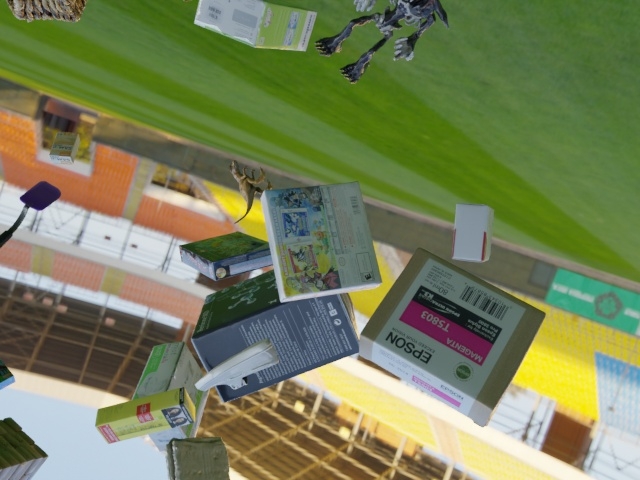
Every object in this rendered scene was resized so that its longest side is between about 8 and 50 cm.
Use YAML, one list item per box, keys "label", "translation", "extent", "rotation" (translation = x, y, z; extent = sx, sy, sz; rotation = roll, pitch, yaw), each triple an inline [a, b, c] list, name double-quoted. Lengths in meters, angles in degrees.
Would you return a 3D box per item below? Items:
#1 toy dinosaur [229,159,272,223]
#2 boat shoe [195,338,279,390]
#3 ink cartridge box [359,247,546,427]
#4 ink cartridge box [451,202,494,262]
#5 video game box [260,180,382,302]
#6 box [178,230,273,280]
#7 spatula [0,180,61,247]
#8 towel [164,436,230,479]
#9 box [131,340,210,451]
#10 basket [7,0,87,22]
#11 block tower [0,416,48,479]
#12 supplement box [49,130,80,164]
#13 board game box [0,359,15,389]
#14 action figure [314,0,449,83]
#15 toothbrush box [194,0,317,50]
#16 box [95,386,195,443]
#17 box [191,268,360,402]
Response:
- label: "toy dinosaur"
  translation: [-0.187, -0.130, 1.732]
  extent: [0.064, 0.112, 0.211]
  rotation: [54, -167, -51]
- label: "boat shoe"
  translation: [-0.167, 0.265, 1.319]
  extent: [0.063, 0.184, 0.066]
  rotation: [59, -174, 1]
- label: "ink cartridge box"
  translation: [0.208, 0.150, 1.051]
  extent: [0.234, 0.193, 0.088]
  rotation: [28, 154, 19]
- label: "ink cartridge box"
  translation: [0.355, -0.017, 1.515]
  extent: [0.072, 0.127, 0.175]
  rotation: [5, -179, 18]
- label: "video game box"
  translation: [0.000, 0.000, 1.194]
  extent: [0.187, 0.205, 0.048]
  rotation: [-6, 163, -20]
- label: "box"
  translation: [-0.214, 0.031, 1.515]
  extent: [0.159, 0.044, 0.233]
  rotation: [-15, -164, -27]
- label: "spatula"
  translation: [-0.801, -0.042, 1.716]
  extent: [0.084, 0.296, 0.030]
  rotation: [28, 155, 13]
- label: "towel"
  translation: [-0.279, 0.601, 1.528]
  extent: [0.049, 0.282, 0.187]
  rotation: [-22, 155, 27]
- label: "box"
  translation: [-0.480, 0.505, 2.128]
  extent: [0.126, 0.231, 0.262]
  rotation: [-11, -145, 15]
- label: "basket"
  translation: [-0.568, -0.563, 1.205]
  extent: [0.223, 0.213, 0.299]
  rotation: [5, 144, -5]
- label: "block tower"
  translation: [-0.480, 0.302, 0.814]
  extent: [0.091, 0.097, 0.335]
  rotation: [37, 179, 12]
- label: "supplement box"
  translation: [-0.740, -0.269, 1.896]
  extent: [0.062, 0.098, 0.036]
  rotation: [3, 144, -4]
- label: "board game box"
  translation: [-1.053, 0.392, 1.974]
  extent: [0.211, 0.039, 0.160]
  rotation: [36, -135, 25]
- label: "action figure"
  translation: [0.126, -0.406, 1.214]
  extent: [0.164, 0.275, 0.141]
  rotation: [49, -144, -11]
- label: "toothbrush box"
  translation: [-0.172, -0.611, 1.791]
  extent: [0.206, 0.122, 0.283]
  rotation: [26, -155, 19]
- label: "box"
  translation: [-0.441, 0.444, 1.658]
  extent: [0.232, 0.087, 0.058]
  rotation: [-13, -141, 1]
- label: "box"
  translation: [-0.114, 0.221, 1.784]
  extent: [0.395, 0.212, 0.293]
  rotation: [-22, -163, 4]
